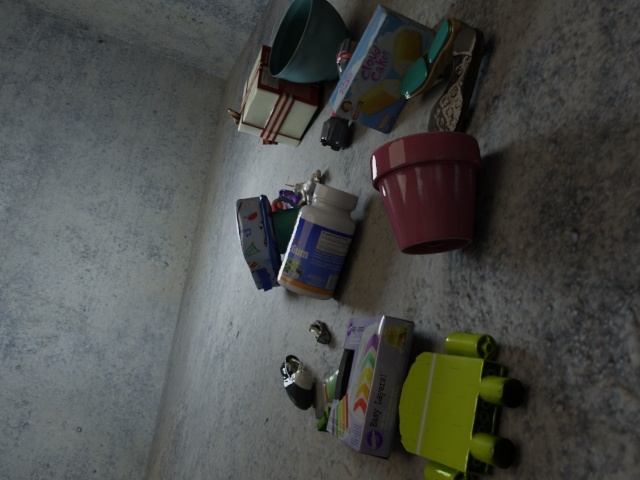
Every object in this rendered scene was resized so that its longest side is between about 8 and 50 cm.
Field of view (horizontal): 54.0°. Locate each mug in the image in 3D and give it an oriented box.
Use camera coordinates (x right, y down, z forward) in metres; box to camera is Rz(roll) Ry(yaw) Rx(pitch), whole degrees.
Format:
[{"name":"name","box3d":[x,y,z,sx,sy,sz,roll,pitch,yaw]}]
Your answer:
[{"name":"mug","box3d":[-0.083,-0.039,1.846,0.158,0.097,0.130,80,180,-52]}]

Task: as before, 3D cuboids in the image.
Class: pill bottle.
[{"name":"pill bottle","box3d":[0.000,0.000,1.586,0.152,0.152,0.272,32,105,68]}]

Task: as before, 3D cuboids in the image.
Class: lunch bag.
[{"name":"lunch bag","box3d":[-0.178,0.018,1.908,0.303,0.114,0.243,80,177,-67]}]

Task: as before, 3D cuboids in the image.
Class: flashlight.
[{"name":"flashlight","box3d":[0.067,-0.420,1.808,0.103,0.103,0.304,-2,71,65]}]

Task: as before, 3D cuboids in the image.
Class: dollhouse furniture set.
[{"name":"dollhouse furniture set","box3d":[0.019,0.354,1.400,0.076,0.058,0.152,-56,27,37]}]

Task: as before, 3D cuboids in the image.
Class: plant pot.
[{"name":"plant pot","box3d":[-0.016,-0.635,2.039,0.293,0.196,0.293,-42,39,47]},{"name":"plant pot","box3d":[0.196,-0.075,1.126,0.201,0.201,0.180,-31,62,60]}]

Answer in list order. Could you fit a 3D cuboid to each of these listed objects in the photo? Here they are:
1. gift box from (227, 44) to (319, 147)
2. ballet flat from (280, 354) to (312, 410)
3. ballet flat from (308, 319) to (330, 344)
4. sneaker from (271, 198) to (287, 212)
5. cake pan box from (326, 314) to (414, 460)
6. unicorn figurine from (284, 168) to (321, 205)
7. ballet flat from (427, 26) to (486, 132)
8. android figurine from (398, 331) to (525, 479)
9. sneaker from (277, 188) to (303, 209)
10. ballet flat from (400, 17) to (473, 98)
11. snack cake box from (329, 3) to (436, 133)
[{"name":"gift box","box3d":[-0.167,-0.509,2.220,0.258,0.276,0.255,125,158,-52]},{"name":"ballet flat","box3d":[-0.059,0.348,1.588,0.203,0.074,0.074,-132,61,-68]},{"name":"ballet flat","box3d":[-0.009,0.227,1.594,0.041,0.041,0.114,-70,21,8]},{"name":"sneaker","box3d":[-0.185,-0.073,2.137,0.087,0.128,0.221,-56,28,38]},{"name":"cake pan box","box3d":[0.091,0.271,1.218,0.267,0.070,0.246,149,137,-77]},{"name":"unicorn figurine","box3d":[-0.040,-0.163,1.957,0.162,0.060,0.111,-35,40,34]},{"name":"ballet flat","box3d":[0.279,-0.298,1.262,0.084,0.058,0.250,24,103,47]},{"name":"android figurine","box3d":[0.208,0.267,0.994,0.273,0.056,0.248,-17,59,65]},{"name":"sneaker","box3d":[-0.102,-0.127,2.050,0.068,0.071,0.170,-69,22,10]},{"name":"ballet flat","box3d":[0.253,-0.379,1.357,0.232,0.073,0.080,130,141,-59]},{"name":"snack cake box","box3d":[0.150,-0.408,1.517,0.264,0.152,0.089,-60,25,31]}]
